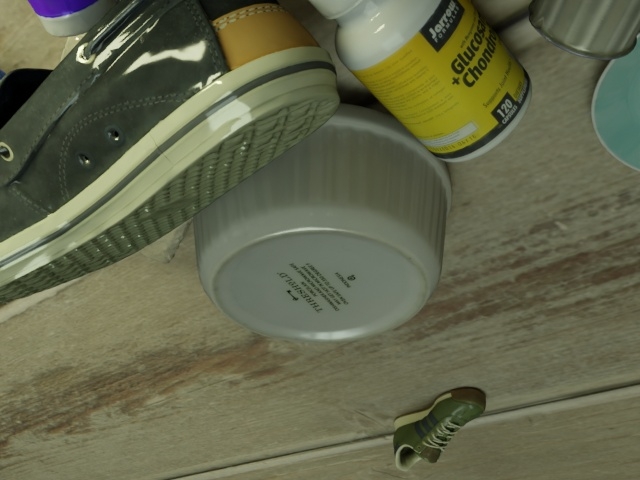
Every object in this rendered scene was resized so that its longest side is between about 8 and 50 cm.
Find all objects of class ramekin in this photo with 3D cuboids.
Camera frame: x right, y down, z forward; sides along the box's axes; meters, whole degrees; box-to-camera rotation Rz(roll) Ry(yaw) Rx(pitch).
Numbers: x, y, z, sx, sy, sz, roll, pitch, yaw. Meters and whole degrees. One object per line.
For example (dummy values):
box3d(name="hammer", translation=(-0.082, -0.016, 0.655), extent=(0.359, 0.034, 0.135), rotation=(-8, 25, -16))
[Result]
box3d(name="ramekin", translation=(0.000, 0.000, 0.731), extent=(0.273, 0.127, 0.273), rotation=(0, 145, 0))

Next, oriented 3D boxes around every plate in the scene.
box3d(name="plate", translation=(0.324, -0.124, 0.607), extent=(0.188, 0.024, 0.188), rotation=(8, 142, 7))

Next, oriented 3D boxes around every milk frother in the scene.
box3d(name="milk frother", translation=(0.224, -0.176, 0.478), extent=(0.129, 0.143, 0.134), rotation=(9, 141, -2))

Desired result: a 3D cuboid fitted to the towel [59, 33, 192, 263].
box3d(name="towel", translation=(-0.202, -0.089, 0.779), extent=(0.187, 0.049, 0.282), rotation=(24, 139, -15))

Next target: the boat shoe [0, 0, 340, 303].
box3d(name="boat shoe", translation=(-0.208, -0.065, 0.631), extent=(0.500, 0.187, 0.156), rotation=(-29, 86, 31))

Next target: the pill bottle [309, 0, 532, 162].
box3d(name="pill bottle", translation=(0.077, -0.153, 0.576), extent=(0.103, 0.103, 0.184), rotation=(-25, 128, 38))

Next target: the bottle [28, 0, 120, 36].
box3d(name="bottle", translation=(-0.226, -0.277, 0.500), extent=(0.092, 0.118, 0.283), rotation=(1, 140, 17))

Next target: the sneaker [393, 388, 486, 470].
box3d(name="sneaker", translation=(0.177, 0.296, 1.105), extent=(0.064, 0.086, 0.192), rotation=(30, 138, -20))

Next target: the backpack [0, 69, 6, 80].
box3d(name="backpack", translation=(-0.361, -0.139, 0.718), extent=(0.098, 0.101, 0.120), rotation=(12, 137, -1))
